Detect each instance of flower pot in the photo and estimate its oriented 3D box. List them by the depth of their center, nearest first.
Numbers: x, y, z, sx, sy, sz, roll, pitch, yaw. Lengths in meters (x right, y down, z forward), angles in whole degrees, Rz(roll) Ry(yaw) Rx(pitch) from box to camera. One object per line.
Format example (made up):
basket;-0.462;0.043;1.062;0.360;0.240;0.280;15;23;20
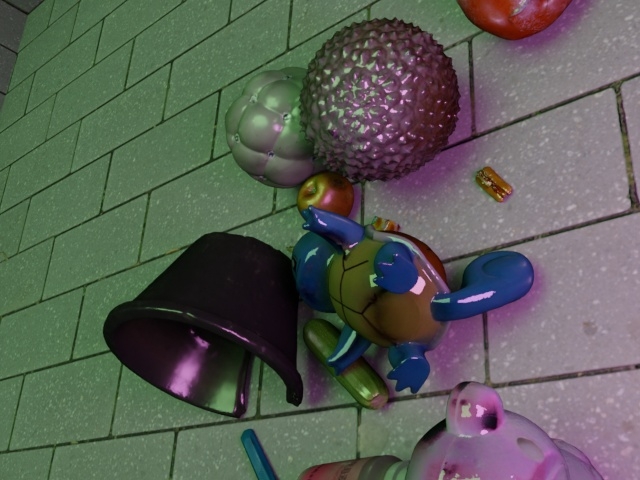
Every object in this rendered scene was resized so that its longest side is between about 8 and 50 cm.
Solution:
flower pot;-0.186;0.135;1.345;0.380;0.379;0.251;-13;44;41
flower pot;-0.062;-0.225;1.452;0.195;0.246;0.246;-17;58;33

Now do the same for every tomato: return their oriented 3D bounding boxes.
tomato;0.318;-0.456;1.211;0.231;0.232;0.188;-60;20;3

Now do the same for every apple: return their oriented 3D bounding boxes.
apple;0.010;-0.078;1.399;0.114;0.102;0.099;-47;49;19

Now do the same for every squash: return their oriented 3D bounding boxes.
squash;0.040;0.209;1.250;0.066;0.066;0.229;-56;42;8

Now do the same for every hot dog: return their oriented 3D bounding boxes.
hot dog;0.284;-0.096;1.198;0.037;0.021;0.083;-50;44;12

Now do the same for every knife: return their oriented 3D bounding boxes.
knife;-0.081;0.444;1.283;0.044;0.026;0.296;-49;41;11

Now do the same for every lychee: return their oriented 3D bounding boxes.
lychee;0.100;-0.228;1.252;0.300;0.300;0.299;-22;55;36

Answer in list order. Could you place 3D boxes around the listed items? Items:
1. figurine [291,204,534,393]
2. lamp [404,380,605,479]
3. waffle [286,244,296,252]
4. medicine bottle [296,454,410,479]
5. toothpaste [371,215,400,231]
figurine;0.099;0.068;1.120;0.417;0.297;0.243;3;33;36
lamp;0.235;0.311;0.826;0.248;0.301;0.247;3;72;46
waffle;0.000;0.000;1.430;0.153;0.023;0.097;21;84;49
medicine bottle;0.080;0.389;1.062;0.247;0.147;0.147;-22;55;36
toothpaste;0.085;0.043;1.312;0.043;0.037;0.178;23;86;47
